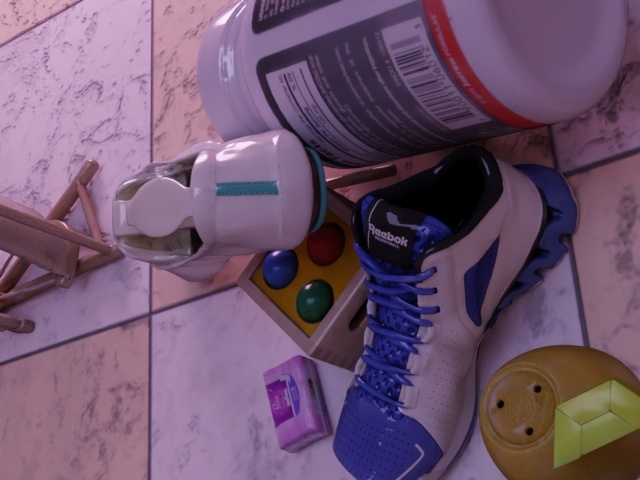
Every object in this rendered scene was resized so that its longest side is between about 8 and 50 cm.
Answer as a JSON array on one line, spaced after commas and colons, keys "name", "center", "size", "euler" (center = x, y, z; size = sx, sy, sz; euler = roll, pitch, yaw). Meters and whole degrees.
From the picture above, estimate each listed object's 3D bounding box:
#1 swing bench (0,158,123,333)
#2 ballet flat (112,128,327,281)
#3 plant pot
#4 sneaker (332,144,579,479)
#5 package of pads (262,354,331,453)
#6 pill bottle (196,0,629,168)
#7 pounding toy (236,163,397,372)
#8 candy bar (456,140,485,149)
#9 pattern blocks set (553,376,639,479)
[{"name": "swing bench", "center": [-0.419, -0.008, 1.244], "size": [0.255, 0.253, 0.165], "euler": [-38, 54, 21]}, {"name": "ballet flat", "center": [-0.129, -0.031, 1.000], "size": [0.400, 0.139, 0.139], "euler": [-11, 63, 66]}, {"name": "plant pot", "center": [0.178, 0.138, 0.828], "size": [0.134, 0.095, 0.134], "euler": [-15, 64, 32]}, {"name": "sneaker", "center": [0.077, 0.048, 0.886], "size": [0.127, 0.182, 0.315], "euler": [29, 91, 42]}, {"name": "package of pads", "center": [-0.023, 0.158, 1.018], "size": [0.050, 0.032, 0.083], "euler": [-31, 56, 23]}, {"name": "pill bottle", "center": [0.061, -0.176, 0.923], "size": [0.363, 0.210, 0.210], "euler": [-8, 67, 50]}, {"name": "pounding toy", "center": [0.002, -0.011, 1.024], "size": [0.206, 0.094, 0.181], "euler": [41, 100, 40]}, {"name": "candy bar", "center": [0.108, -0.125, 1.038], "size": [0.161, 0.018, 0.040], "euler": [38, 98, 41]}, {"name": "pattern blocks set", "center": [0.248, 0.231, 0.719], "size": [0.325, 0.026, 0.285], "euler": [-38, 75, 18]}]
